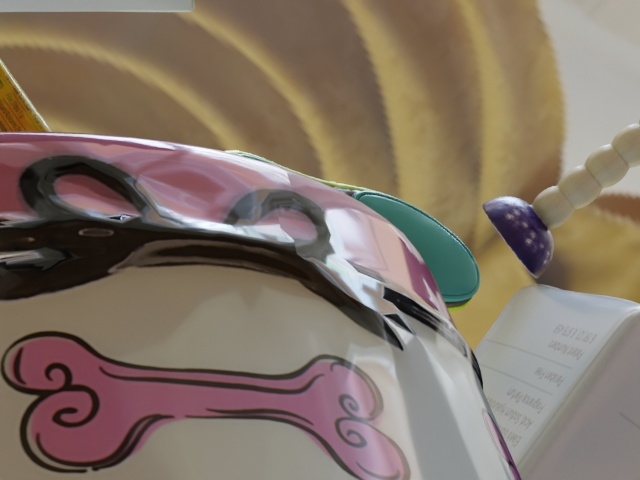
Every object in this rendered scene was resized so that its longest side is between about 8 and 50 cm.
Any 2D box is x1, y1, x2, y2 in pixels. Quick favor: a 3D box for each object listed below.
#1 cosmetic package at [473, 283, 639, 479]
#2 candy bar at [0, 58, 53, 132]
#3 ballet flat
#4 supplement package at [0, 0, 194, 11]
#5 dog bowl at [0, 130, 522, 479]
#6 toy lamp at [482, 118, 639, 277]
[{"bbox_3d":[0.183,0.281,1.232,0.329,0.327,0.394,38,-93,-6],"label":"cosmetic package"},{"bbox_3d":[-0.143,-0.078,0.652,0.040,0.018,0.161,-37,-77,-13],"label":"candy bar"},{"bbox_3d":[0.000,0.000,1.204,0.231,0.077,0.077,20,-123,-35],"label":"ballet flat"},{"bbox_3d":[-0.193,-0.308,1.304,0.204,0.262,0.145,-1,-153,-7],"label":"supplement package"},{"bbox_3d":[-0.116,0.104,0.660,0.408,0.408,0.150,9,-119,-32],"label":"dog bowl"},{"bbox_3d":[0.248,-0.084,1.371,0.080,0.274,0.080,52,-172,-10],"label":"toy lamp"}]
